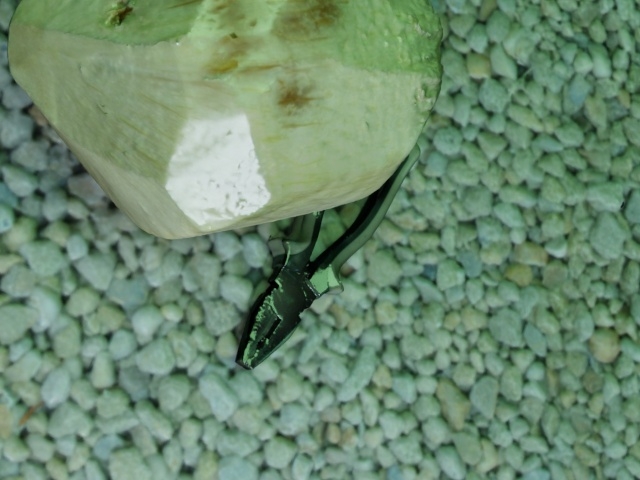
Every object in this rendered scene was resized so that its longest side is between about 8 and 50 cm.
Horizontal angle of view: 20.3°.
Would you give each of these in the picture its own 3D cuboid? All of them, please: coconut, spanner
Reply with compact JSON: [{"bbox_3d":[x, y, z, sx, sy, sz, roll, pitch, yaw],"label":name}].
[{"bbox_3d":[-0.100,-0.190,1.697,0.415,0.345,0.415,12,42,-12],"label":"coconut"},{"bbox_3d":[0.000,0.000,1.891,0.095,0.040,0.325,38,68,-16],"label":"spanner"}]
